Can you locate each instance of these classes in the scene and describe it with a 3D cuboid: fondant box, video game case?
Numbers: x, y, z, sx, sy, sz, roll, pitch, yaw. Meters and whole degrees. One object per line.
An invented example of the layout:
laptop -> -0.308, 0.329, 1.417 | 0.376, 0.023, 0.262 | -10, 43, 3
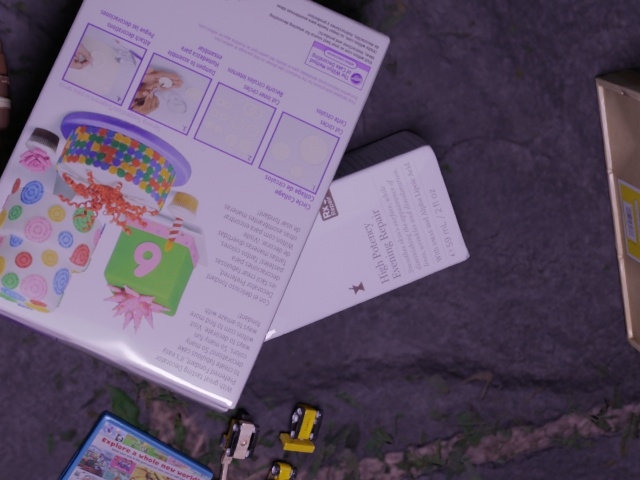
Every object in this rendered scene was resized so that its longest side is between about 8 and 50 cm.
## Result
fondant box -> -0.118, -0.058, 1.282 | 0.238, 0.096, 0.330 | 24, 78, -6
video game case -> -0.193, 0.253, 1.459 | 0.119, 0.015, 0.166 | 32, 96, -17

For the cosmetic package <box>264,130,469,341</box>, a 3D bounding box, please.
cosmetic package -> 0.000, 0.000, 1.399 | 0.231, 0.085, 0.117 | -23, 107, -7

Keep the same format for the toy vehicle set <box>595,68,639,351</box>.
toy vehicle set -> 0.306, -0.011, 1.418 | 0.035, 0.166, 0.267 | -13, 107, -9

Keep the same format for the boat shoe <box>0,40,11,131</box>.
boat shoe -> -0.381, -0.139, 1.286 | 0.257, 0.095, 0.095 | 1, 90, -19

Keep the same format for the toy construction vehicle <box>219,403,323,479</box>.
toy construction vehicle -> -0.050, 0.192, 1.468 | 0.085, 0.035, 0.098 | 8, 105, -25
